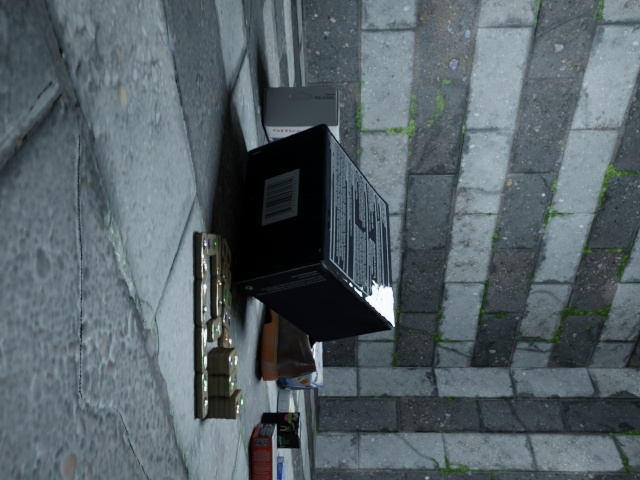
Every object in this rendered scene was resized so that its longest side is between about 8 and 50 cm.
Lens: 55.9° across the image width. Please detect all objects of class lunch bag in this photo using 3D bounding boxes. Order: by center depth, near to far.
[{"bbox_3d":[-0.055,0.306,1.749,0.303,0.115,0.242,78,9,-74],"label":"lunch bag"}]

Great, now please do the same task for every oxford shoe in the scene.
[{"bbox_3d":[-0.057,0.183,1.419,0.363,0.133,0.129,-88,176,-51],"label":"oxford shoe"}]

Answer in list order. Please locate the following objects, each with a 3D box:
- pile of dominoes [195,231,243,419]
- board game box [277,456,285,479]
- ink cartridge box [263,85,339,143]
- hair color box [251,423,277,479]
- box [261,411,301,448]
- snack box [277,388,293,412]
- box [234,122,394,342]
[{"bbox_3d":[-0.130,0.114,0.840,0.196,0.040,0.250,-15,105,-87],"label":"pile of dominoes"},{"bbox_3d":[-0.105,0.630,1.577,0.090,0.020,0.089,-87,177,-58],"label":"board game box"},{"bbox_3d":[-0.039,-0.275,1.462,0.237,0.172,0.100,79,11,-77],"label":"ink cartridge box"},{"bbox_3d":[-0.111,0.445,1.201,0.072,0.043,0.141,-62,153,-85],"label":"hair color box"},{"bbox_3d":[-0.085,0.414,1.318,0.062,0.084,0.052,-86,174,-52],"label":"box"},{"bbox_3d":[-0.094,0.481,1.651,0.141,0.037,0.100,87,5,-52],"label":"snack box"},{"bbox_3d":[0.000,0.000,1.144,0.294,0.183,0.296,44,39,-47],"label":"box"}]
